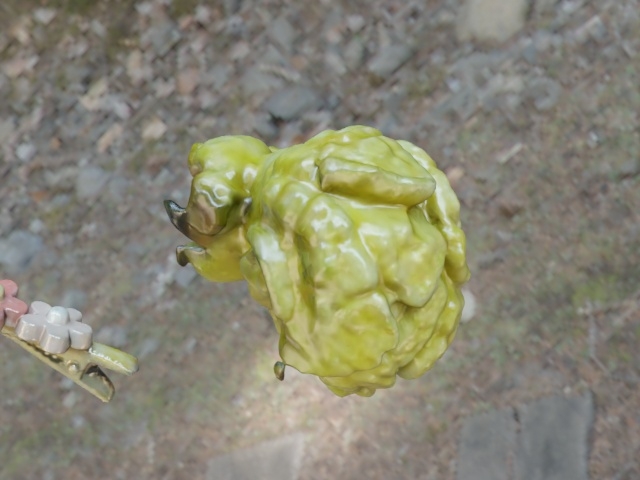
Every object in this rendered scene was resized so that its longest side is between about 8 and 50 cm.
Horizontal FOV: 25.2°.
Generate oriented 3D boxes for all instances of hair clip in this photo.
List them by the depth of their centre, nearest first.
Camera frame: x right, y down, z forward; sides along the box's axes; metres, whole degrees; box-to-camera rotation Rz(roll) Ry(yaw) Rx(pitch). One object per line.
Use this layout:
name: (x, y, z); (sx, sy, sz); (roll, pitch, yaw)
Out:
hair clip: (-0.230, 0.052, 1.036); (0.056, 0.213, 0.062); (-56, 11, 27)

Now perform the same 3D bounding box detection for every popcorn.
popcorn: (0.004, 0.009, 0.921); (0.173, 0.168, 0.195); (-36, 29, -33)
